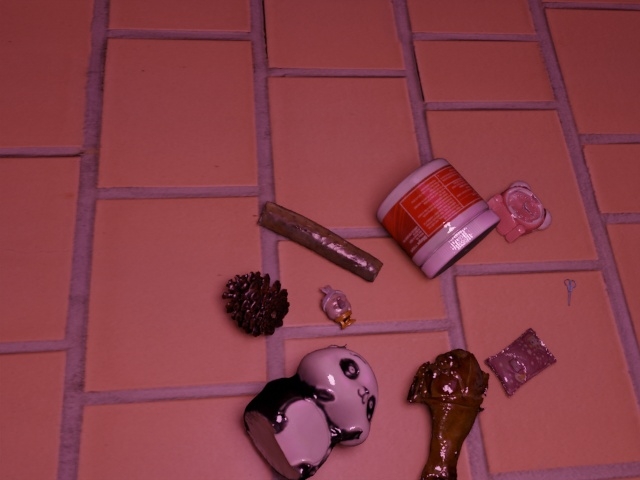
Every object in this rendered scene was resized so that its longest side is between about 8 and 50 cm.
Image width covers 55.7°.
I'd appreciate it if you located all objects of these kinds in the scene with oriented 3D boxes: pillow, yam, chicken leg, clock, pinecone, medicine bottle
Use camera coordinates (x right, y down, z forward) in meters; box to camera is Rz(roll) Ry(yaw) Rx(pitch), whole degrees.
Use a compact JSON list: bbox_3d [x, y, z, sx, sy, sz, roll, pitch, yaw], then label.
[{"bbox_3d":[0.538,0.326,1.633,0.185,0.043,0.118,-27,67,-20],"label":"pillow"},{"bbox_3d":[0.000,0.000,1.685,0.372,0.083,0.083,27,67,4],"label":"yam"},{"bbox_3d":[0.304,0.429,1.507,0.212,0.140,0.361,28,63,-4],"label":"chicken leg"},{"bbox_3d":[0.586,-0.086,1.793,0.162,0.092,0.165,-24,72,-26],"label":"clock"},{"bbox_3d":[-0.174,0.153,1.560,0.165,0.163,0.163,27,65,27],"label":"pinecone"},{"bbox_3d":[0.316,-0.061,1.653,0.253,0.252,0.241,-34,75,-19],"label":"medicine bottle"}]

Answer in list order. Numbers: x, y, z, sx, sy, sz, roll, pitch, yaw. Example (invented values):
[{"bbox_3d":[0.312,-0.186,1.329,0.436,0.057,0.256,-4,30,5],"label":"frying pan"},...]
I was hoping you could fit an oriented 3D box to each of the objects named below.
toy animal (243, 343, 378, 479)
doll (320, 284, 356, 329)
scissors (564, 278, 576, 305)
[{"bbox_3d":[-0.007,0.390,1.443,0.310,0.251,0.251,-29,73,-30],"label":"toy animal"},{"bbox_3d":[0.045,0.171,1.612,0.073,0.084,0.127,-30,81,-19],"label":"doll"},{"bbox_3d":[0.720,0.151,1.749,0.036,0.006,0.083,14,66,-3],"label":"scissors"}]
